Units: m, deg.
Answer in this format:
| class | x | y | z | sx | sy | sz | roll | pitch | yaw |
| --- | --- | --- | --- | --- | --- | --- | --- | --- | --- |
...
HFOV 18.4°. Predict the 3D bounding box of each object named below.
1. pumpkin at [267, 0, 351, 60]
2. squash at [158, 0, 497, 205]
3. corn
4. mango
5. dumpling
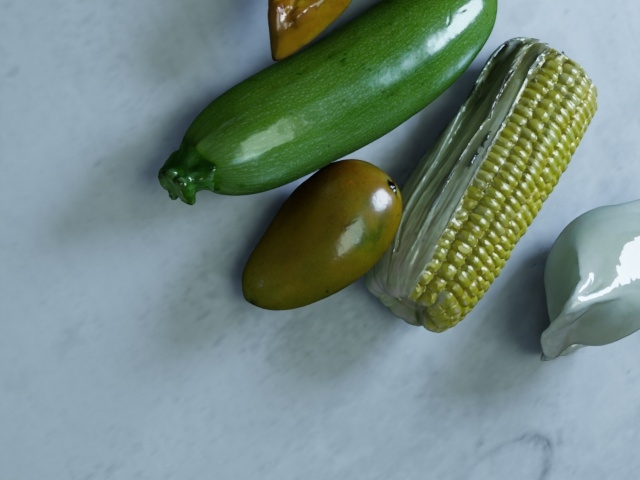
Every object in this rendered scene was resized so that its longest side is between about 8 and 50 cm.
| class | x | y | z | sx | sy | sz | roll | pitch | yaw |
| --- | --- | --- | --- | --- | --- | --- | --- | --- | --- |
| pumpkin | 0.031 | -0.334 | 1.681 | 0.290 | 0.095 | 0.258 | -26 | 96 | 14 |
| squash | 0.020 | -0.134 | 1.753 | 0.395 | 0.107 | 0.107 | -33 | 111 | -28 |
| corn | 0.151 | -0.056 | 1.846 | 0.123 | 0.122 | 0.305 | 36 | 69 | -1 |
| mango | 0.004 | -0.001 | 1.746 | 0.089 | 0.111 | 0.163 | 47 | 66 | -28 |
| dumpling | 0.280 | 0.046 | 1.937 | 0.229 | 0.124 | 0.151 | -38 | 151 | -34 |
